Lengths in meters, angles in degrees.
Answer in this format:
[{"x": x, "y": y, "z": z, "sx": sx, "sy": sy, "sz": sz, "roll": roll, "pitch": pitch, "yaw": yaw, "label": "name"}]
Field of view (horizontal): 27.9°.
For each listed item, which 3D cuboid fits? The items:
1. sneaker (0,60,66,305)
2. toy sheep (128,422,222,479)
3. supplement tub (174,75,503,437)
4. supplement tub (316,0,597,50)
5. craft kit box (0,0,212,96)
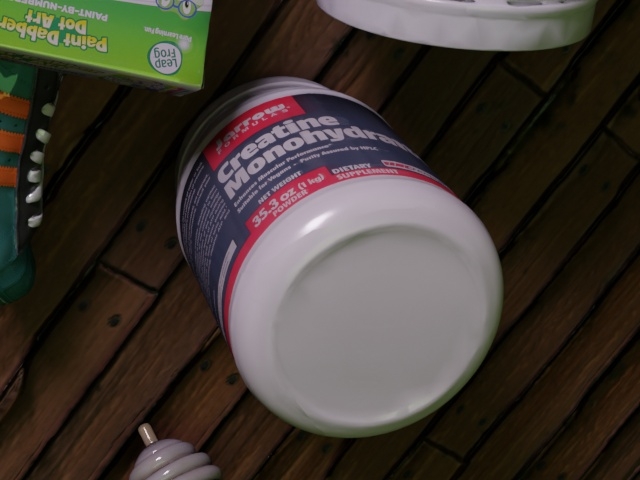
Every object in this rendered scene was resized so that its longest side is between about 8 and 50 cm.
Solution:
[{"x": -0.228, "y": -0.093, "z": 0.922, "sx": 0.121, "sy": 0.108, "sz": 0.302, "roll": -11, "pitch": 117, "yaw": -9, "label": "sneaker"}, {"x": -0.123, "y": 0.217, "z": 1.114, "sx": 0.091, "sy": 0.132, "sz": 0.091, "roll": -33, "pitch": 162, "yaw": -12, "label": "toy sheep"}, {"x": 0.000, "y": 0.000, "z": 0.949, "sx": 0.191, "sy": 0.272, "sz": 0.191, "roll": -8, "pitch": 117, "yaw": -15, "label": "supplement tub"}, {"x": 0.108, "y": -0.310, "z": 0.855, "sx": 0.235, "sy": 0.235, "sz": 0.325, "roll": -3, "pitch": 116, "yaw": -17, "label": "supplement tub"}, {"x": -0.182, "y": -0.238, "z": 0.842, "sx": 0.250, "sy": 0.061, "sz": 0.247, "roll": 10, "pitch": 83, "yaw": -22, "label": "craft kit box"}]
